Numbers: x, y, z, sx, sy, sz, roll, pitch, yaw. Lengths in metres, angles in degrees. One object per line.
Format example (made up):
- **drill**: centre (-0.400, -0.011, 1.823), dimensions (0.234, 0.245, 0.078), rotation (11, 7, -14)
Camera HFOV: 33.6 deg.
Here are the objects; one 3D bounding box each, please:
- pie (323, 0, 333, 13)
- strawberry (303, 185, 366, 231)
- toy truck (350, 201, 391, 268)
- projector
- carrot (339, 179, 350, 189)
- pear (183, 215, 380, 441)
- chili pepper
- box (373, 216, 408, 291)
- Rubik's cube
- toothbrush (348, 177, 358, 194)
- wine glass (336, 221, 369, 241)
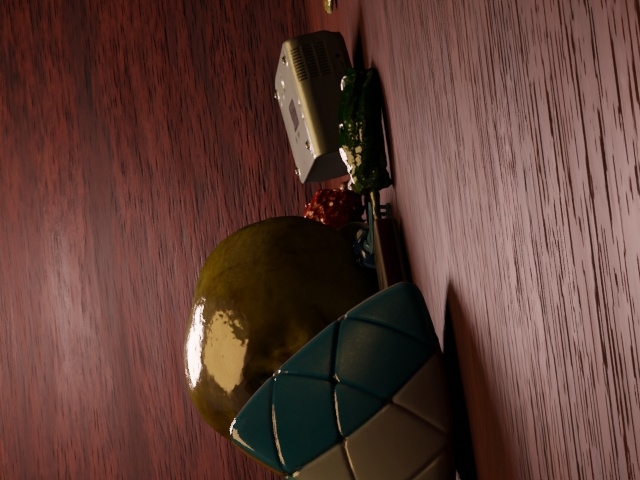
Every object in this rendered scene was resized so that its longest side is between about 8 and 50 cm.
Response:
- **pie**: centre (0.018, -0.488, 2.083), dimensions (0.084, 0.021, 0.084), rotation (177, 90, -86)
- **strawberry**: centre (-0.001, 0.010, 1.887), dimensions (0.228, 0.098, 0.174), rotation (-64, -16, -12)
- **toy truck**: centre (0.080, -0.008, 1.501), dimensions (0.073, 0.056, 0.090), rotation (-106, 22, -54)
- **projector**: centre (-0.003, -0.215, 1.754), dimensions (0.250, 0.108, 0.198), rotation (126, 130, -81)
- **carrot**: centre (0.063, -0.041, 2.115), dimensions (0.035, 0.035, 0.165), rotation (-104, 6, -77)
- **pear**: centre (-0.047, 0.143, 1.613), dimensions (0.413, 0.352, 0.352), rotation (-123, 25, -64)
- **chili pepper**: centre (0.058, -0.145, 1.463), dimensions (0.122, 0.065, 0.279), rotation (69, -167, -59)
- **box**: centre (0.098, 0.072, 1.381), dimensions (0.115, 0.036, 0.177), rotation (86, 177, -52)
- **Rubik's cube**: centre (0.034, 0.210, 1.059), dimensions (0.254, 0.254, 0.254), rotation (173, 90, -88)
- **toothbrush**: centre (0.057, -0.180, 1.894), dimensions (0.342, 0.025, 0.030), rotation (86, 170, -53)
- **wine glass**: centre (0.063, 0.040, 1.826), dimensions (0.155, 0.073, 0.073), rotation (83, 179, -56)
